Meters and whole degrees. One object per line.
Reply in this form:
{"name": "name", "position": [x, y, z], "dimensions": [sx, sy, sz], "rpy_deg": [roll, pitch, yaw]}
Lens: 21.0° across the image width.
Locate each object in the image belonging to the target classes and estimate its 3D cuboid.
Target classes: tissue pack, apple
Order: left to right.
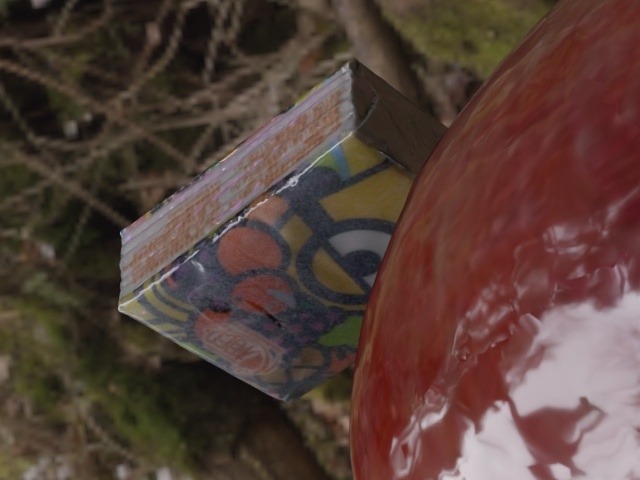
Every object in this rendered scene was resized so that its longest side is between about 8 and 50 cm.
{"name": "tissue pack", "position": [0.000, 0.000, 0.738], "dimensions": [0.148, 0.108, 0.060], "rpy_deg": [-35, 38, 31]}
{"name": "apple", "position": [0.189, 0.028, 0.413], "dimensions": [0.269, 0.344, 0.345], "rpy_deg": [-54, -26, -42]}
